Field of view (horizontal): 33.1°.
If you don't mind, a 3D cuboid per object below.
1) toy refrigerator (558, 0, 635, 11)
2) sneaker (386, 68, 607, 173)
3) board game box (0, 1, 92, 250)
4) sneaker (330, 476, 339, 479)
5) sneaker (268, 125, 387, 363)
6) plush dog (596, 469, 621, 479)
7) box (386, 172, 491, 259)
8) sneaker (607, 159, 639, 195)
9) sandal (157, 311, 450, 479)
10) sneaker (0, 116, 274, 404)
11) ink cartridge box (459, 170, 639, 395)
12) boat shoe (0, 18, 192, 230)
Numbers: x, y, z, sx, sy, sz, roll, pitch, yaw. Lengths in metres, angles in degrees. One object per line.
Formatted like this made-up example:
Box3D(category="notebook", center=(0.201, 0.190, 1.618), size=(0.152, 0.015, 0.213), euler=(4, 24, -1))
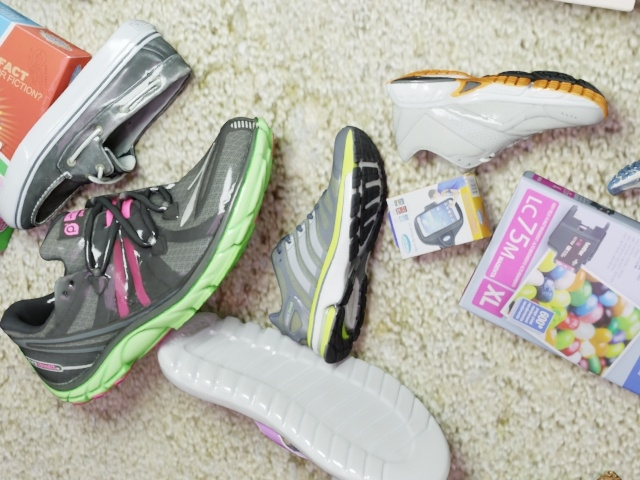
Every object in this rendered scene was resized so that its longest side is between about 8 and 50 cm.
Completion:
Box3D(category="toy refrigerator", center=(0.230, -0.328, 1.234), size=(0.269, 0.102, 0.094), euler=(12, 104, 13))
Box3D(category="sneaker", center=(0.210, -0.139, 1.293), size=(0.262, 0.099, 0.121), euler=(5, 110, 22))
Box3D(category="board game box", center=(-0.487, -0.173, 1.479), size=(0.242, 0.064, 0.316), euler=(31, 108, 7))
Box3D(category="sneaker", center=(0.029, 0.428, 1.453), size=(0.122, 0.146, 0.330), euler=(7, 128, -12))
Box3D(category="sneaker", center=(0.000, 0.000, 1.366), size=(0.121, 0.111, 0.300), euler=(15, 99, 24))
Box3D(category="plush dog", center=(0.288, 0.392, 1.305), size=(0.262, 0.225, 0.210), euler=(45, 109, 3))
Box3D(category="box", center=(0.139, -0.027, 1.338), size=(0.136, 0.028, 0.081), euler=(-17, 87, 35))
Box3D(category="sneaker", center=(0.407, -0.072, 1.268), size=(0.135, 0.052, 0.058), euler=(-20, 100, 18))
Box3D(category="sandal", center=(-0.020, 0.216, 1.400), size=(0.416, 0.169, 0.102), euler=(27, 138, 19))
Box3D(category="sneaker", center=(-0.240, 0.016, 1.377), size=(0.202, 0.185, 0.483), euler=(40, 108, -15))
Box3D(category="ink cartridge box", center=(0.347, 0.064, 1.309), size=(0.311, 0.065, 0.186), euler=(26, 107, 7))
Box3D(category="boat shoe", center=(-0.296, -0.127, 1.407), size=(0.119, 0.121, 0.335), euler=(41, 107, 8))
